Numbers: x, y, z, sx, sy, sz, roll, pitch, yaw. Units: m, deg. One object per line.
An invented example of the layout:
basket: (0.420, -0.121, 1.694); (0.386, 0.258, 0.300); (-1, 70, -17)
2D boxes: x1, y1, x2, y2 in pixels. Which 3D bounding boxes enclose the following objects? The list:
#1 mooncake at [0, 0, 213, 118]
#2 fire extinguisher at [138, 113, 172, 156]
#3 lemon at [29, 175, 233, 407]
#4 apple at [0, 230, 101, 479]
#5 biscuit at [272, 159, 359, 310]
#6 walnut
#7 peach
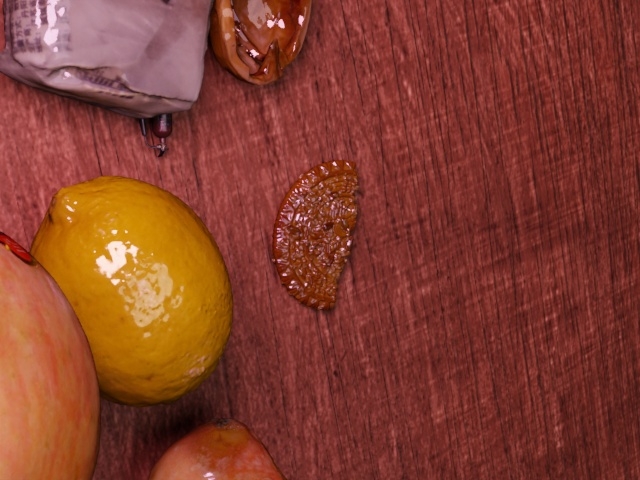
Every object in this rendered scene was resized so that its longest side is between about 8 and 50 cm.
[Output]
mooncake: (-0.243, -0.273, 1.599); (0.250, 0.136, 0.254); (7, 90, -40)
fire extinguisher: (-0.202, -0.150, 1.723); (0.046, 0.032, 0.100); (-6, 98, -46)
lemon: (-0.216, 0.059, 1.638); (0.236, 0.236, 0.263); (-20, 128, -31)
apple: (-0.407, 0.174, 1.426); (0.391, 0.346, 0.391); (-22, 151, -13)
biscuit: (-0.008, -0.008, 1.900); (0.126, 0.025, 0.206); (4, 98, -36)
walnut: (-0.088, -0.298, 1.732); (0.167, 0.087, 0.211); (-32, 132, -41)
peach: (-0.121, 0.340, 1.787); (0.214, 0.214, 0.236); (-15, 102, -33)
